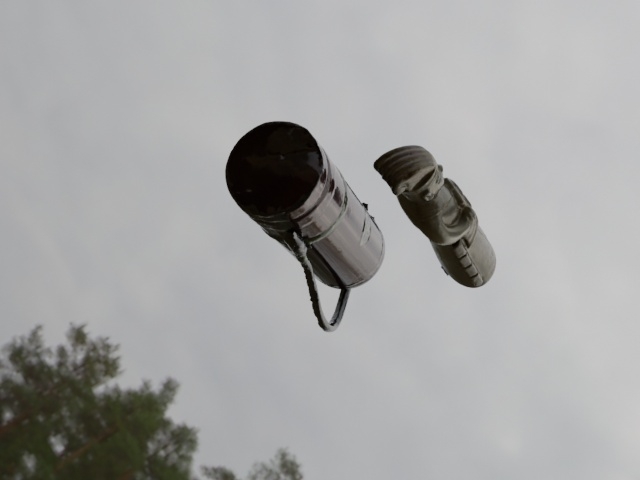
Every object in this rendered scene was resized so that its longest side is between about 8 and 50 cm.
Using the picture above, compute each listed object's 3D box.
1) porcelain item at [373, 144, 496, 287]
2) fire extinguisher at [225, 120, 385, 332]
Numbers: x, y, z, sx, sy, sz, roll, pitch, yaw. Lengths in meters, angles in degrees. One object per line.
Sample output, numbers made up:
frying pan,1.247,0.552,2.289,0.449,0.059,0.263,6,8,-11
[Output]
porcelain item,0.104,-0.026,0.842,0.084,0.054,0.213,55,5,32
fire extinguisher,0.000,0.000,0.460,0.045,0.078,0.157,7,-15,18
